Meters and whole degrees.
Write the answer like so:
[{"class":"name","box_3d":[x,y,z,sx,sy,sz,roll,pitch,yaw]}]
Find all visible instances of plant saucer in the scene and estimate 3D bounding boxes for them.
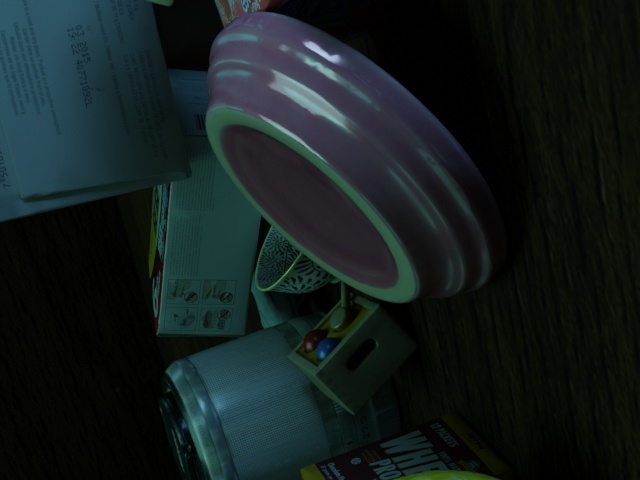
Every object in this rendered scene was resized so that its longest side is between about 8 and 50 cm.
[{"class":"plant saucer","box_3d":[0.014,-0.056,1.097,0.332,0.084,0.332,38,163,14]}]

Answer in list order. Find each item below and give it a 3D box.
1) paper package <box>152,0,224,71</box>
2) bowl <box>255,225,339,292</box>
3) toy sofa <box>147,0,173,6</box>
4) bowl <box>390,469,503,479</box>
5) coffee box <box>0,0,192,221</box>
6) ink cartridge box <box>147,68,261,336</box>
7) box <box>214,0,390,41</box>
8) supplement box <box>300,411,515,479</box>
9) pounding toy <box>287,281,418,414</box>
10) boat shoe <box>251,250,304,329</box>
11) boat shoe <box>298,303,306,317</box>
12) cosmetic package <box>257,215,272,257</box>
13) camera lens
[{"class":"paper package","box_3d":[-0.244,-0.423,1.671,0.309,0.168,0.325,96,151,-56]},{"class":"bowl","box_3d":[0.000,0.000,1.431,0.170,0.080,0.170,-51,21,28]},{"class":"toy sofa","box_3d":[-0.167,-0.412,1.122,0.177,0.150,0.362,-110,34,-74]},{"class":"bowl","box_3d":[0.182,0.326,1.089,0.289,0.156,0.289,161,90,-74]},{"class":"coffee box","box_3d":[-0.390,-0.211,1.457,0.334,0.338,0.337,-159,56,-68]},{"class":"ink cartridge box","box_3d":[-0.165,-0.067,1.675,0.272,0.130,0.309,-109,24,-57]},{"class":"box","box_3d":[-0.012,-0.282,1.069,0.300,0.142,0.154,139,113,-74]},{"class":"supplement box","box_3d":[0.102,0.321,1.292,0.129,0.191,0.194,-137,33,-60]},{"class":"pounding toy","box_3d":[0.034,0.108,1.422,0.100,0.141,0.130,46,171,-17]},{"class":"boat shoe","box_3d":[-0.058,0.065,1.771,0.226,0.076,0.083,-119,30,-50]},{"class":"boat shoe","box_3d":[-0.052,0.156,1.899,0.079,0.084,0.233,31,150,2]},{"class":"cosmetic package","box_3d":[-0.047,-0.034,1.639,0.239,0.060,0.099,148,103,-74]},{"class":"camera lens","box_3d":[-0.059,0.226,1.585,0.219,0.274,0.219,161,90,-75]}]
